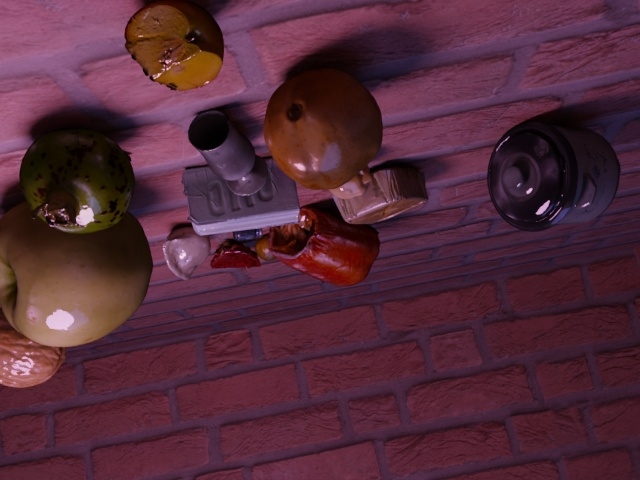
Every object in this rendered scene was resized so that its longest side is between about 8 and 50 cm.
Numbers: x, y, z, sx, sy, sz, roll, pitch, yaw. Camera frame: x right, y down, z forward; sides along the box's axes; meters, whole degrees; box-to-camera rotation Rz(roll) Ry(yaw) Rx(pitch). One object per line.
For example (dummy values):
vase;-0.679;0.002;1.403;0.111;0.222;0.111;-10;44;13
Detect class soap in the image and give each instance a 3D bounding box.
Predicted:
soap;-0.184;-0.104;1.581;0.261;0.150;0.094;-8;159;-9

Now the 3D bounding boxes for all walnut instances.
walnut;-0.719;0.254;1.641;0.213;0.214;0.213;-10;164;-3

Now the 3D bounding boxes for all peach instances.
peach;-0.203;-0.288;1.000;0.151;0.118;0.151;6;130;7

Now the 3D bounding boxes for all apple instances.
apple;-0.558;0.060;1.547;0.356;0.358;0.357;-10;164;-3

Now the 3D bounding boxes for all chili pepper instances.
chili pepper;0.000;0.000;2.020;0.251;0.229;0.305;26;178;43

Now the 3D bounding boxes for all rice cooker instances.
rice cooker;0.568;-0.160;1.693;0.316;0.265;0.317;9;-159;-3

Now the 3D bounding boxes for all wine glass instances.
wine glass;-0.188;-0.178;1.407;0.103;0.103;0.231;-13;161;8

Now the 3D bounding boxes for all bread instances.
bread;0.164;-0.123;1.819;0.209;0.110;0.192;-23;166;38

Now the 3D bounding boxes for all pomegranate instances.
pomegranate;0.001;-0.205;1.250;0.232;0.233;0.233;-10;164;-3
pomegranate;-0.462;-0.097;1.274;0.210;0.263;0.211;3;127;4

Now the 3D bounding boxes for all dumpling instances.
dumpling;-0.378;0.037;1.934;0.181;0.155;0.111;-9;-164;-37

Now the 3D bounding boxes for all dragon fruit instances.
dragon fruit;-0.266;0.033;2.138;0.162;0.083;0.106;2;150;0

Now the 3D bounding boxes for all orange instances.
orange;-0.159;0.022;2.150;0.095;0.085;0.085;-9;167;-45

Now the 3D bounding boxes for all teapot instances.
teapot;-0.215;-0.033;2.006;0.083;0.064;0.049;-8;-164;-19

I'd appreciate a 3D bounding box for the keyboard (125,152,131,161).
keyboard;-0.489;-0.151;1.461;0.195;0.018;0.060;-21;154;30

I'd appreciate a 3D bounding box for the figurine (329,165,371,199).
figurine;0.045;-0.177;1.610;0.114;0.108;0.196;-25;144;11
